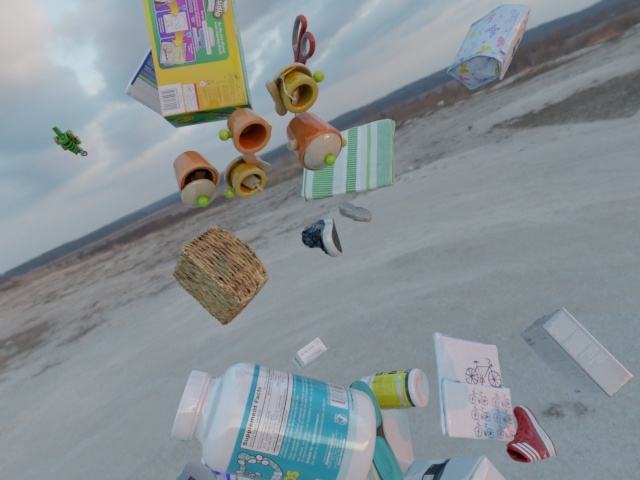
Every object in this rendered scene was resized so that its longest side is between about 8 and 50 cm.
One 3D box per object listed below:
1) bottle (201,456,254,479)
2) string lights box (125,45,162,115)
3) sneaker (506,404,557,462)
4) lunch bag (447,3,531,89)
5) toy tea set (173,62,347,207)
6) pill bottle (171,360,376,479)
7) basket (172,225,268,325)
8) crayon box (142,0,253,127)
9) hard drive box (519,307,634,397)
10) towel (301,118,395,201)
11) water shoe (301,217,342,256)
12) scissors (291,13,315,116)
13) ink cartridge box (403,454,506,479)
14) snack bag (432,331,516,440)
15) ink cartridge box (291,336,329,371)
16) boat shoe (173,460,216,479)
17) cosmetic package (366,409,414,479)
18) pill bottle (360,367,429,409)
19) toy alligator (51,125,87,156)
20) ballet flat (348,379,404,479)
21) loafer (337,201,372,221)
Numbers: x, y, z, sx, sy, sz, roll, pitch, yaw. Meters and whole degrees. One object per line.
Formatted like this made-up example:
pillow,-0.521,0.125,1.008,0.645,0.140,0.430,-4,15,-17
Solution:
bottle,-0.330,0.881,1.647,0.282,0.118,0.092,2,11,22
string lights box,-0.409,-0.480,1.158,0.259,0.133,0.077,-44,37,23
sneaker,0.632,0.611,1.336,0.128,0.087,0.221,-21,6,4
lunch bag,0.198,-0.222,0.486,0.071,0.053,0.083,-63,13,-3
toy tea set,-0.099,-0.153,0.776,0.336,0.124,0.200,-37,-31,1
pill bottle,-0.066,0.260,0.598,0.264,0.146,0.146,16,11,-7
basket,-0.365,0.121,1.568,0.213,0.299,0.223,-46,-3,-41
crayon box,-0.236,-0.377,0.818,0.165,0.279,0.081,-9,2,-1
hard drive box,0.710,0.322,1.193,0.089,0.232,0.181,-37,-19,-8
towel,0.086,-0.258,1.375,0.324,0.248,0.038,-8,-24,29
water shoe,0.000,0.000,0.916,0.080,0.073,0.203,-17,9,3
scissors,-0.063,-0.466,1.164,0.021,0.109,0.297,-20,-23,-22
ink cartridge box,0.346,0.660,1.018,0.129,0.223,0.307,-35,-10,-35
snack bag,0.535,0.504,1.461,0.323,0.343,0.037,16,-30,-23
ink cartridge box,-0.041,0.433,1.609,0.104,0.061,0.181,-31,-15,-25
boat shoe,-0.404,0.765,1.267,0.105,0.113,0.306,-57,-4,-8
cosmetic package,0.149,0.757,1.487,0.365,0.155,0.197,-51,17,31
pill bottle,0.234,0.484,1.364,0.208,0.119,0.119,-19,13,34
toy alligator,-0.803,-0.304,1.369,0.056,0.051,0.190,-29,-14,-8
ballet flat,0.110,0.446,0.953,0.086,0.086,0.248,-23,49,5
loafer,0.100,-0.075,1.207,0.045,0.039,0.125,-29,40,-31
